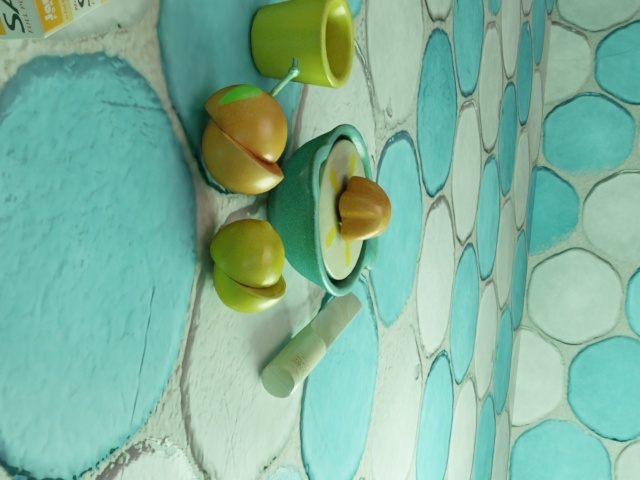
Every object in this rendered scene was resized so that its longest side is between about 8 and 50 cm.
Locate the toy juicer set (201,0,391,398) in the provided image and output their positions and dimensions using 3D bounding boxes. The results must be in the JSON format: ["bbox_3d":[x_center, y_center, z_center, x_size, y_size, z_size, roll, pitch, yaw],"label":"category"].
[{"bbox_3d":[0.000,0.000,0.663,0.209,0.090,0.329,-63,150,-46],"label":"toy juicer set"}]

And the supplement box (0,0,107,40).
[{"bbox_3d":[-0.120,-0.137,0.400,0.098,0.036,0.062,-58,144,-51],"label":"supplement box"}]
